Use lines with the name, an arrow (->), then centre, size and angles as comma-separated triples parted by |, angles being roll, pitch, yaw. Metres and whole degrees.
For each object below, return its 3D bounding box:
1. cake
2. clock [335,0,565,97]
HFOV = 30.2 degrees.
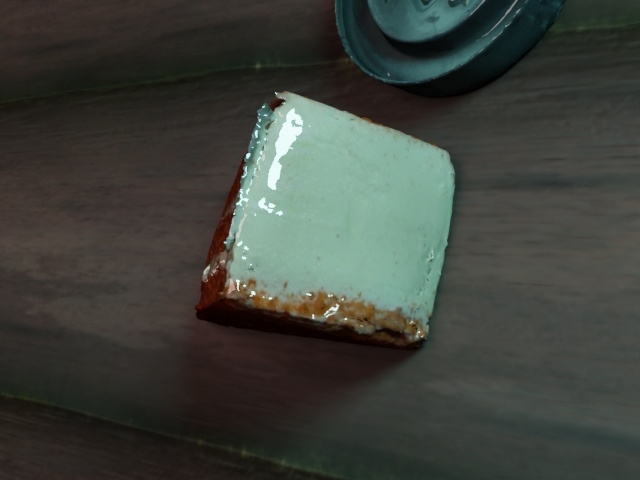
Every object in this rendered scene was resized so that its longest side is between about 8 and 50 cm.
cake -> 0.000, 0.000, 0.912 | 0.262, 0.159, 0.158 | 145, 139, -78
clock -> 0.102, -0.211, 0.899 | 0.215, 0.042, 0.215 | -20, 60, 39
